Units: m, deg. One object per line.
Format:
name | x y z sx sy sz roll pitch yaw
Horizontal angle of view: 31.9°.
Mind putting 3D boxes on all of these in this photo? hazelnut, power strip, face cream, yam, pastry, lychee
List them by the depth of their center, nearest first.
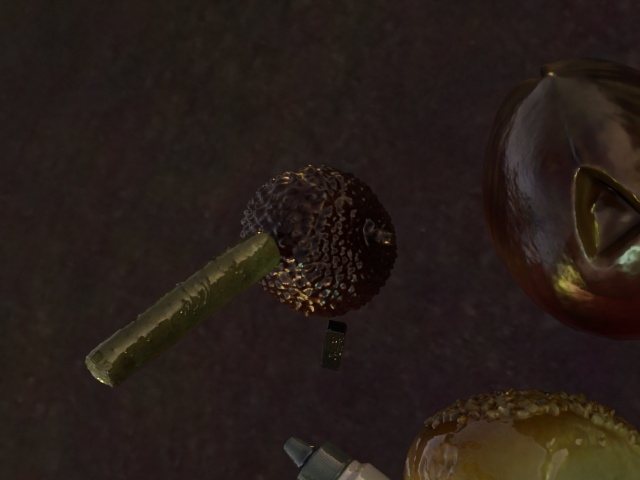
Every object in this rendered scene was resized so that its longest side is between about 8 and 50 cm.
face cream | 0.078 0.354 1.432 0.092 0.311 0.092 -51 -11 -14
hazelnut | 0.432 -0.070 1.630 0.402 0.402 0.429 -50 18 24
pastry | 0.328 0.368 1.747 0.409 0.409 0.245 -25 51 47
yam | -0.211 0.102 1.766 0.371 0.083 0.083 -36 16 -32
lychee | 0.000 0.000 1.985 0.304 0.276 0.276 -5 63 32
power strip | 0.024 0.192 2.035 0.029 0.038 0.111 -74 -7 -45
